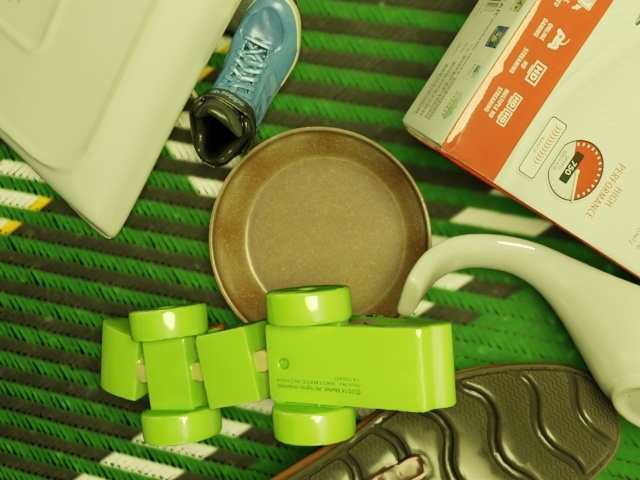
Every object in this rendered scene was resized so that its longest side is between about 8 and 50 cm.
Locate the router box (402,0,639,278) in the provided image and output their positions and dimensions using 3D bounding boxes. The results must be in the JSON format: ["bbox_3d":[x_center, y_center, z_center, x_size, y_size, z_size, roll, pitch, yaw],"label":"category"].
[{"bbox_3d":[0.272,-0.139,0.532,0.301,0.082,0.335,28,101,-21],"label":"router box"}]

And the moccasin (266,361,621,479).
[{"bbox_3d":[0.066,0.216,0.642,0.380,0.147,0.139,-31,69,-6],"label":"moccasin"}]

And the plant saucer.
[{"bbox_3d":[0.000,0.000,0.695,0.199,0.036,0.198,1,94,12],"label":"plant saucer"}]

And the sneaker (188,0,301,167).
[{"bbox_3d":[-0.064,-0.130,0.654,0.058,0.084,0.152,27,118,-3],"label":"sneaker"}]

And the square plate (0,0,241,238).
[{"bbox_3d":[-0.247,-0.225,0.678,0.344,0.049,0.347,40,119,9],"label":"square plate"}]

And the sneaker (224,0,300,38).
[{"bbox_3d":[-0.102,-0.262,0.671,0.083,0.098,0.223,-35,85,12],"label":"sneaker"}]

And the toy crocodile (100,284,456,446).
[{"bbox_3d":[-0.052,0.098,0.639,0.341,0.105,0.115,-7,91,28],"label":"toy crocodile"}]

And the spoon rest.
[{"bbox_3d":[0.200,0.065,0.577,0.276,0.137,0.084,23,59,9],"label":"spoon rest"}]
